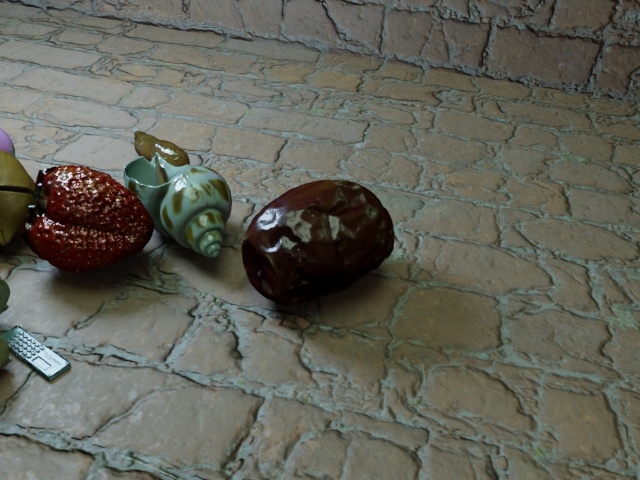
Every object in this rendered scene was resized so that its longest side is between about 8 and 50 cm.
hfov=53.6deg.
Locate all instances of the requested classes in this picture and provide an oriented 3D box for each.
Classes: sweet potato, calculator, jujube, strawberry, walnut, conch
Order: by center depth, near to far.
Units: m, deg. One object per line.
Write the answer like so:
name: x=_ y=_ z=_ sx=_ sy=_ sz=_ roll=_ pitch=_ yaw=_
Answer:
calculator: x=-0.581 y=0.225 z=1.284 sx=0.172 sy=0.018 sz=0.057 roll=27 pitch=42 yaw=24
jujube: x=0.001 y=-0.001 z=1.485 sx=0.276 sy=0.276 sz=0.377 roll=33 pitch=45 yaw=32
strawberry: x=-0.531 y=-0.047 z=1.487 sx=0.288 sy=0.250 sz=0.238 roll=5 pitch=1 yaw=1
walnut: x=-0.797 y=-0.100 z=1.560 sx=0.203 sy=0.203 sz=0.298 roll=-17 pitch=58 yaw=-29
conch: x=-0.348 y=-0.093 z=1.593 sx=0.249 sy=0.197 sz=0.368 roll=-3 pitch=20 yaw=-33
sweet potato: x=-0.501 y=-0.274 z=1.928 sx=0.292 sy=0.097 sz=0.097 roll=32 pitch=43 yaw=33

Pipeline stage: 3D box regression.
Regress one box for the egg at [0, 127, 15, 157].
egg: x=-0.972 y=-0.230 z=1.711 sx=0.271 sy=0.196 sz=0.196 roll=-17 pitch=41 yaw=-13

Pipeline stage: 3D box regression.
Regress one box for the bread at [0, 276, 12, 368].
bread: x=-0.747 y=0.160 z=1.193 sx=0.333 sy=0.160 sz=0.333 roll=11 pitch=42 yaw=-10
